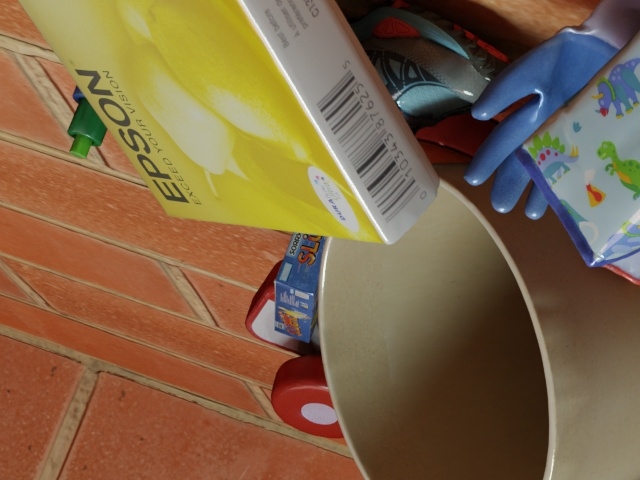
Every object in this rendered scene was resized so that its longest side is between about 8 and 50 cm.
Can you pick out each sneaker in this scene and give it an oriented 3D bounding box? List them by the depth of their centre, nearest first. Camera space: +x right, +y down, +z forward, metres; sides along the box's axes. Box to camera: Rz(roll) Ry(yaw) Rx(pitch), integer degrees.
[{"bbox_3d":[0.031,-0.079,1.300,0.104,0.125,0.262,28,165,-33],"label":"sneaker"}]

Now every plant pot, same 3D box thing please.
[{"bbox_3d":[0.180,0.052,1.308,0.274,0.256,0.256,-13,-174,-30],"label":"plant pot"}]

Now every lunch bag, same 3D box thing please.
[{"bbox_3d":[0.199,-0.067,1.028,0.151,0.096,0.129,-16,159,-41],"label":"lunch bag"}]

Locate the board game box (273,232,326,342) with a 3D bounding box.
[{"bbox_3d":[0.000,0.000,1.642,0.035,0.136,0.201,20,166,3],"label":"board game box"}]

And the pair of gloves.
[{"bbox_3d":[0.184,-0.057,1.126,0.198,0.159,0.023,31,-162,-27],"label":"pair of gloves"}]

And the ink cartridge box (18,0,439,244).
[{"bbox_3d":[-0.112,-0.136,1.201,0.307,0.072,0.303,4,137,47],"label":"ink cartridge box"}]

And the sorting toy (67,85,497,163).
[{"bbox_3d":[-0.033,-0.060,1.479,0.366,0.126,0.127,17,166,15],"label":"sorting toy"}]

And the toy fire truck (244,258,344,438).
[{"bbox_3d":[0.097,0.080,1.832,0.302,0.169,0.254,23,143,-10],"label":"toy fire truck"}]
